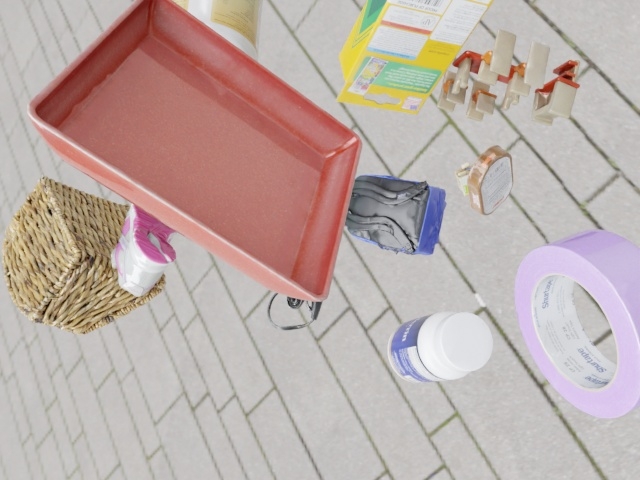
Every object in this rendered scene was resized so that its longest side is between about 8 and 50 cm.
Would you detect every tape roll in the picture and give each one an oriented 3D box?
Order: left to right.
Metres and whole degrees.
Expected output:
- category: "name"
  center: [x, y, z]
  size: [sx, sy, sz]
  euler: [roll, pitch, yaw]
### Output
- category: "tape roll"
  center: [0.418, 0.126, 1.112]
  size: [0.275, 0.090, 0.275]
  euler: [162, 90, -72]

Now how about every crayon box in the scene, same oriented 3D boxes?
- category: "crayon box"
  center: [0.172, -0.404, 1.448]
  size: [0.323, 0.203, 0.083]
  euler: [123, 144, -47]

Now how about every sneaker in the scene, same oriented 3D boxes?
- category: "sneaker"
  center: [-0.327, 0.014, 1.313]
  size: [0.111, 0.103, 0.252]
  euler: [-53, 19, 13]

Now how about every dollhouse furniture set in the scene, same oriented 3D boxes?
- category: "dollhouse furniture set"
  center: [0.411, -0.350, 1.549]
  size: [0.262, 0.259, 0.135]
  euler: [158, 126, -75]

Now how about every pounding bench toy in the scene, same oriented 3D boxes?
- category: "pounding bench toy"
  center: [0.363, -0.164, 1.796]
  size: [0.052, 0.065, 0.083]
  euler: [-19, 113, 5]

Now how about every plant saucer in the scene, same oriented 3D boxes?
- category: "plant saucer"
  center: [-0.091, -0.084, 0.635]
  size: [0.048, 0.258, 0.259]
  euler: [-46, 18, 34]

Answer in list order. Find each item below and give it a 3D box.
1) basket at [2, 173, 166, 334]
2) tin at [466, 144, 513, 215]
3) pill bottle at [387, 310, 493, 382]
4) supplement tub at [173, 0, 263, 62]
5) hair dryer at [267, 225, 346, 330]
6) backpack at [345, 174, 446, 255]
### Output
- category: "basket"
  center: [-0.487, 0.051, 1.474]
  size: [0.213, 0.223, 0.299]
  euler: [-52, 48, 14]
- category: "tin"
  center: [0.355, -0.121, 1.513]
  size: [0.106, 0.190, 0.040]
  euler: [-41, 60, -6]
- category: "pill bottle"
  center: [0.268, 0.241, 1.642]
  size: [0.264, 0.153, 0.153]
  euler: [144, 122, -67]
- category: "supplement tub"
  center: [-0.237, -0.437, 1.504]
  size: [0.228, 0.228, 0.316]
  euler: [-17, 60, 41]
- category: "hair dryer"
  center: [0.000, 0.000, 1.269]
  size: [0.293, 0.080, 0.224]
  euler: [-30, 97, -3]
- category: "backpack"
  center: [0.097, -0.032, 0.953]
  size: [0.120, 0.101, 0.098]
  euler: [13, 89, 30]
